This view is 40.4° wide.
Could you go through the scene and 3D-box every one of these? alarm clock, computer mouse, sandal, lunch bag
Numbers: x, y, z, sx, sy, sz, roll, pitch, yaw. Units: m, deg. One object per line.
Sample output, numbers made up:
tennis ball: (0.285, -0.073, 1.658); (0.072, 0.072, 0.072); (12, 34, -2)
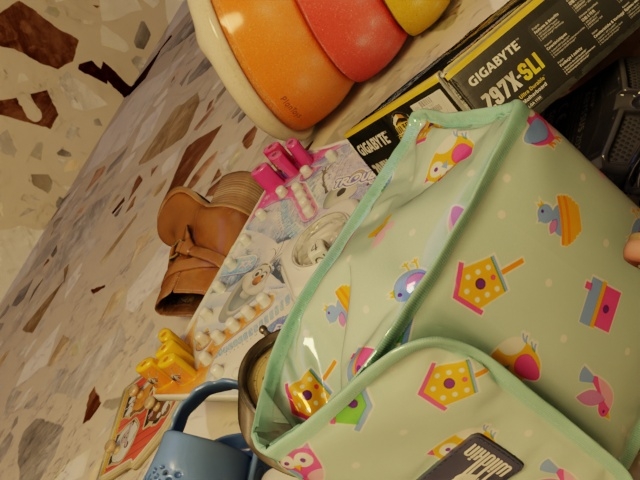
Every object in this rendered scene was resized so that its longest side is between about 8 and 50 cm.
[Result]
alarm clock: (-0.001, 0.137, 0.662); (0.192, 0.129, 0.064); (-87, 1, -59)
computer mouse: (0.224, -0.064, 0.698); (0.272, 0.072, 0.189); (-30, 37, 63)
sandal: (-0.119, 0.216, 0.719); (0.317, 0.126, 0.138); (-45, -41, -68)
lunch bag: (0.103, 0.076, 0.566); (0.262, 0.223, 0.160); (-59, 25, -13)

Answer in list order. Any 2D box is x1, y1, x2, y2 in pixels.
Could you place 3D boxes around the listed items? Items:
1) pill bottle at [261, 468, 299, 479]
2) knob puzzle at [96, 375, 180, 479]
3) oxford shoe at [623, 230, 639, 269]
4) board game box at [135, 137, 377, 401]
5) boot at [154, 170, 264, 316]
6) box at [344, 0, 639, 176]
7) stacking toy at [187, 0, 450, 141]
pill bottle: (-0.024, 0.283, 0.639); (0.119, 0.119, 0.209); (-28, 34, 42)
knob puzzle: (-0.242, 0.229, 1.205); (0.213, 0.030, 0.213); (-40, 27, 25)
oxford shoe: (0.330, -0.033, 0.385); (0.396, 0.140, 0.147); (-5, 73, 46)
board game box: (0.000, 0.000, 0.970); (0.389, 0.050, 0.390); (-11, 43, 45)
boot: (-0.198, 0.026, 1.342); (0.283, 0.109, 0.220); (-14, 48, 44)
box: (0.191, -0.182, 0.769); (0.322, 0.079, 0.257); (-40, 5, -12)
stacking toy: (0.077, -0.377, 1.243); (0.479, 0.351, 0.351); (-21, 35, 19)
